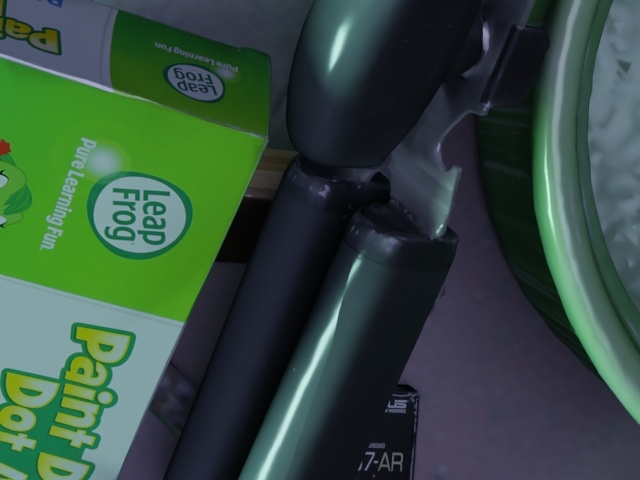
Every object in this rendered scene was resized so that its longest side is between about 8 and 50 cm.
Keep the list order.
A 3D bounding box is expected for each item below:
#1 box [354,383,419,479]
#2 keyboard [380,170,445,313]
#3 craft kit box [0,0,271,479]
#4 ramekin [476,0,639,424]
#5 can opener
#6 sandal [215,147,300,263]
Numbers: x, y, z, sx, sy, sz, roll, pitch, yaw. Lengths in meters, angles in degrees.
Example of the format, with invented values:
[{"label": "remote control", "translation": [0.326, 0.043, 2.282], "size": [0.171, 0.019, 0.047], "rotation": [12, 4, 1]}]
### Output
[{"label": "box", "translation": [-0.003, 0.092, 0.759], "size": [0.083, 0.018, 0.067], "rotation": [4, 96, -12]}, {"label": "keyboard", "translation": [0.015, -0.088, 0.719], "size": [0.014, 0.072, 0.256], "rotation": [-7, 99, 23]}, {"label": "craft kit box", "translation": [-0.173, 0.010, 0.634], "size": [0.246, 0.061, 0.250], "rotation": [15, 126, -15]}, {"label": "ramekin", "translation": [0.208, -0.046, 0.723], "size": [0.303, 0.148, 0.303], "rotation": [-1, 96, -12]}, {"label": "can opener", "translation": [0.000, 0.000, 0.656], "size": [0.093, 0.074, 0.280], "rotation": [-2, 123, -40]}, {"label": "sandal", "translation": [-0.097, -0.047, 0.709], "size": [0.240, 0.088, 0.079], "rotation": [8, 63, -20]}]
